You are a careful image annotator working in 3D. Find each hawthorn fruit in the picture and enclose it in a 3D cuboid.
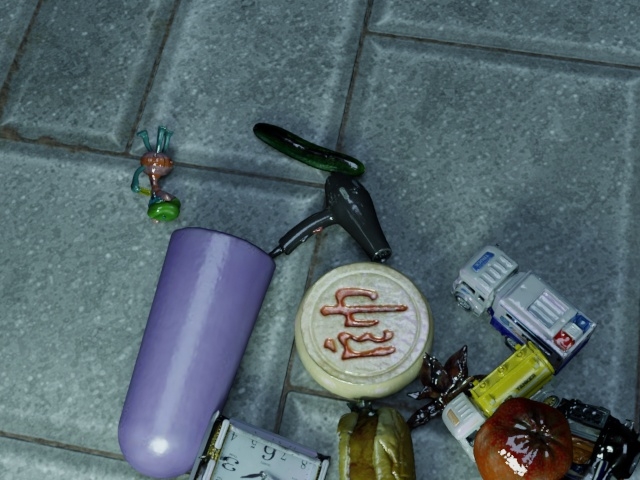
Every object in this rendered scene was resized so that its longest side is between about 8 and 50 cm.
[{"bbox_3d":[0.331,0.358,1.431,0.157,0.194,0.157,12,53,-17],"label":"hawthorn fruit"}]

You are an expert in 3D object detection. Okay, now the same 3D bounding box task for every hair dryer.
[{"bbox_3d":[0.000,0.000,1.740,0.272,0.091,0.235,-31,56,4],"label":"hair dryer"}]

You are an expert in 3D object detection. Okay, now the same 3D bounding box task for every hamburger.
[{"bbox_3d":[0.101,0.420,1.467,0.133,0.211,0.308,-5,67,6],"label":"hamburger"}]

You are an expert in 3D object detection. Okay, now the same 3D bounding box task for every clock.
[{"bbox_3d":[-0.112,0.432,1.503,0.253,0.083,0.186,27,66,-19],"label":"clock"}]

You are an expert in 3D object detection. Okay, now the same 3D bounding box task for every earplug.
[{"bbox_3d":[-0.244,0.217,1.587,0.215,0.215,0.455,13,70,8],"label":"earplug"}]

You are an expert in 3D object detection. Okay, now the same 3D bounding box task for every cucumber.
[{"bbox_3d":[-0.032,-0.196,1.840,0.284,0.056,0.056,23,69,18],"label":"cucumber"}]

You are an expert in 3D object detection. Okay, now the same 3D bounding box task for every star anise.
[{"bbox_3d":[0.236,0.266,1.583,0.213,0.053,0.157,-13,105,-3],"label":"star anise"}]

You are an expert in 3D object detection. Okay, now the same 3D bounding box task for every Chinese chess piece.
[{"bbox_3d":[0.084,0.173,1.634,0.270,0.112,0.269,-2,66,3],"label":"Chinese chess piece"}]

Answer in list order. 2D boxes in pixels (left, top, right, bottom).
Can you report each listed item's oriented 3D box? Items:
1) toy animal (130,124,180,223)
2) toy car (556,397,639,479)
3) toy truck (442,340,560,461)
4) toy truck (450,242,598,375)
[{"bbox_3d":[-0.355,-0.142,1.805,0.103,0.100,0.208,6,74,-37],"label":"toy animal"},{"bbox_3d":[0.429,0.426,1.497,0.193,0.118,0.301,22,71,33],"label":"toy car"},{"bbox_3d":[0.326,0.286,1.527,0.227,0.114,0.098,-41,28,3],"label":"toy truck"},{"bbox_3d":[0.382,0.123,1.615,0.124,0.155,0.268,-42,70,-15],"label":"toy truck"}]
